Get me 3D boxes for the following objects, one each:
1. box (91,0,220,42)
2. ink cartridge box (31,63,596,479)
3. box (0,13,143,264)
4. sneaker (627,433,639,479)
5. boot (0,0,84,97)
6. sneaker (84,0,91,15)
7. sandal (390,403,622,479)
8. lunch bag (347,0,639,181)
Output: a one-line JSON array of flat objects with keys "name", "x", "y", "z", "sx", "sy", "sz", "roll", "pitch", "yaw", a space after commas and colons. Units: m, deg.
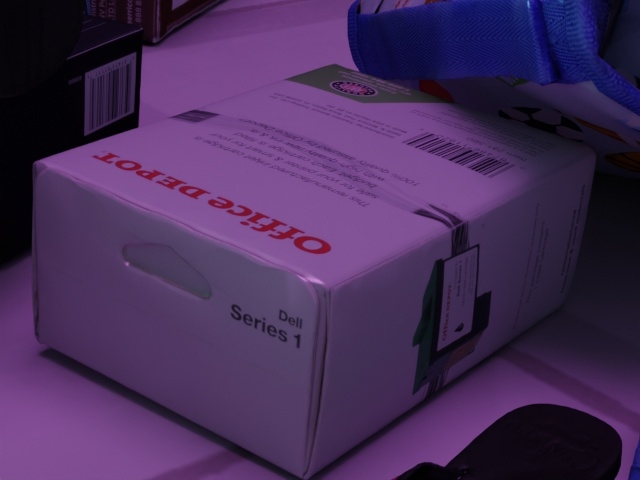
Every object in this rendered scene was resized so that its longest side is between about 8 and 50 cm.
[{"name": "box", "x": -0.264, "y": -0.272, "z": 1.145, "sx": 0.381, "sy": 0.143, "sz": 0.191, "roll": 14, "pitch": 26, "yaw": 14}, {"name": "ink cartridge box", "x": 0.000, "y": 0.000, "z": 0.649, "sx": 0.160, "sy": 0.092, "sz": 0.219, "roll": 22, "pitch": 30, "yaw": 31}, {"name": "box", "x": -0.235, "y": -0.049, "z": 0.702, "sx": 0.184, "sy": 0.103, "sz": 0.261, "roll": 18, "pitch": 28, "yaw": 22}, {"name": "sneaker", "x": 0.145, "y": 0.070, "z": 0.533, "sx": 0.058, "sy": 0.084, "sz": 0.152, "roll": 11, "pitch": 25, "yaw": 14}, {"name": "boot", "x": -0.226, "y": -0.103, "z": 0.607, "sx": 0.179, "sy": 0.085, "sz": 0.236, "roll": 8, "pitch": 19, "yaw": 22}, {"name": "sneaker", "x": -0.286, "y": -0.218, "z": 0.976, "sx": 0.341, "sy": 0.139, "sz": 0.125, "roll": 36, "pitch": 65, "yaw": 29}, {"name": "sandal", "x": 0.044, "y": 0.097, "z": 0.488, "sx": 0.067, "sy": 0.040, "sz": 0.179, "roll": 20, "pitch": 39, "yaw": 32}, {"name": "lunch bag", "x": 0.236, "y": -0.130, "z": 0.756, "sx": 0.385, "sy": 0.239, "sz": 0.328, "roll": -7, "pitch": 8, "yaw": -15}]
